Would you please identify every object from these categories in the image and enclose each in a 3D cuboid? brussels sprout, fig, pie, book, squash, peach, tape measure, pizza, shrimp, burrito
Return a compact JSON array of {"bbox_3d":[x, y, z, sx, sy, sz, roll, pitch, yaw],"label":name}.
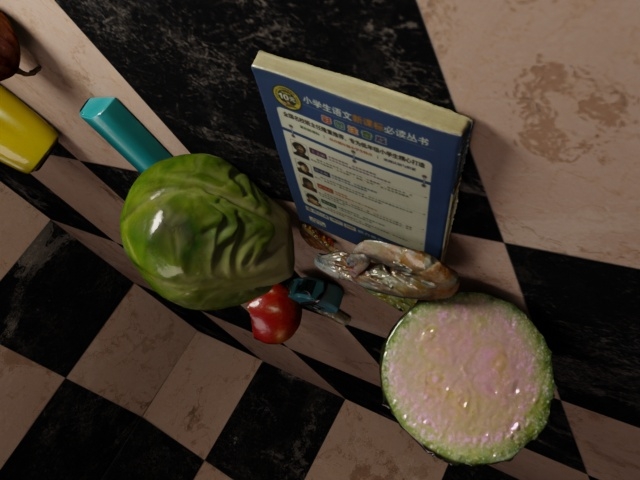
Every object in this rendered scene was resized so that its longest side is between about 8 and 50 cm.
[{"bbox_3d":[-0.220,-0.005,1.121,0.354,0.290,0.281,9,149,-6],"label":"brussels sprout"},{"bbox_3d":[-0.655,-0.364,1.062,0.149,0.148,0.202,-1,147,-9],"label":"fig"},{"bbox_3d":[0.164,0.103,1.170,0.186,0.041,0.187,27,160,11],"label":"pie"},{"bbox_3d":[0.066,-0.091,0.860,0.299,0.039,0.428,24,159,18],"label":"book"},{"bbox_3d":[0.299,0.260,1.102,0.310,0.311,0.309,23,180,21],"label":"squash"},{"bbox_3d":[-0.156,0.220,1.678,0.192,0.190,0.190,23,165,-27],"label":"peach"},{"bbox_3d":[-0.006,0.142,1.442,0.125,0.081,0.146,27,162,-20],"label":"tape measure"},{"bbox_3d":[-0.012,-0.006,1.190,0.100,0.029,0.099,39,166,-14],"label":"pizza"},{"bbox_3d":[0.099,0.042,0.992,0.316,0.062,0.164,9,148,39],"label":"shrimp"},{"bbox_3d":[0.014,0.200,1.603,0.171,0.042,0.051,34,149,-13],"label":"burrito"}]

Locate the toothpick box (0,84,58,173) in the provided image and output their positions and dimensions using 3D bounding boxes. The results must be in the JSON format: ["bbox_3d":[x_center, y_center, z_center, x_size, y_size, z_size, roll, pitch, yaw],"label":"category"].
[{"bbox_3d":[-0.833,-0.299,1.436,0.271,0.175,0.175,38,159,-28],"label":"toothpick box"}]

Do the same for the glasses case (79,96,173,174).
[{"bbox_3d":[-0.401,-0.190,1.240,0.117,0.070,0.301,12,154,42],"label":"glasses case"}]
